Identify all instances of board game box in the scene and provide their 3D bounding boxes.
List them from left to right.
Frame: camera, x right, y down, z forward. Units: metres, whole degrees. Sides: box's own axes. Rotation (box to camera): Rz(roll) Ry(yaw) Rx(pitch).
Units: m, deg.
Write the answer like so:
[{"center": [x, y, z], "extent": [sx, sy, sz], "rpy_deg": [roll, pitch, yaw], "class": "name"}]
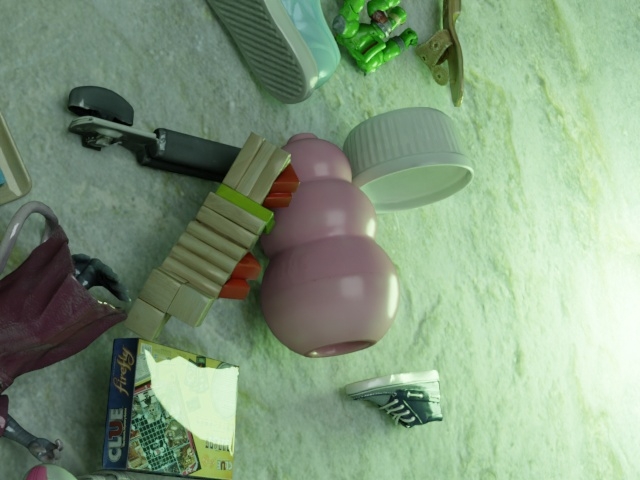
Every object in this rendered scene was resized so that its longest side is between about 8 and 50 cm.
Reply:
[{"center": [-0.193, 0.230, 1.513], "extent": [0.243, 0.042, 0.165], "rpy_deg": [28, 61, -58], "class": "board game box"}]

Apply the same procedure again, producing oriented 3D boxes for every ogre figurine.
[{"center": [0.084, -0.352, 1.865], "extent": [0.097, 0.197, 0.118], "rpy_deg": [39, 83, 19], "class": "ogre figurine"}]

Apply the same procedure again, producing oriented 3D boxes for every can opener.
[{"center": [-0.225, -0.153, 1.620], "extent": [0.283, 0.076, 0.095], "rpy_deg": [11, 74, -36], "class": "can opener"}]

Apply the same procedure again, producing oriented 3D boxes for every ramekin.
[{"center": [0.132, -0.129, 1.806], "extent": [0.207, 0.207, 0.109], "rpy_deg": [2, 68, -36], "class": "ramekin"}]

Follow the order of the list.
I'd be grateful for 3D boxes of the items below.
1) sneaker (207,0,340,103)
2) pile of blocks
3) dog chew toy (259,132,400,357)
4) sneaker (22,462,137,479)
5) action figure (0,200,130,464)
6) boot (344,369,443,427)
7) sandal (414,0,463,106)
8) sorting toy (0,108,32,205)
[{"center": [-0.086, -0.397, 1.758], "extent": [0.150, 0.135, 0.366], "rpy_deg": [-41, 113, -45], "class": "sneaker"}, {"center": [-0.125, 0.015, 1.539], "extent": [0.112, 0.149, 0.362], "rpy_deg": [30, 57, 5], "class": "pile of blocks"}, {"center": [0.000, 0.000, 1.682], "extent": [0.206, 0.206, 0.332], "rpy_deg": [1, 71, -37], "class": "dog chew toy"}, {"center": [-0.288, 0.333, 1.428], "extent": [0.252, 0.103, 0.111], "rpy_deg": [60, 32, -48], "class": "sneaker"}, {"center": [-0.410, 0.133, 1.345], "extent": [0.370, 0.248, 0.276], "rpy_deg": [-38, 68, -12], "class": "action figure"}, {"center": [0.122, 0.254, 1.788], "extent": [0.190, 0.069, 0.086], "rpy_deg": [-2, 78, -39], "class": "boot"}, {"center": [0.204, -0.341, 1.999], "extent": [0.079, 0.088, 0.240], "rpy_deg": [3, 68, -4], "class": "sandal"}, {"center": [-0.488, -0.117, 1.438], "extent": [0.208, 0.038, 0.193], "rpy_deg": [-26, 96, -37], "class": "sorting toy"}]
